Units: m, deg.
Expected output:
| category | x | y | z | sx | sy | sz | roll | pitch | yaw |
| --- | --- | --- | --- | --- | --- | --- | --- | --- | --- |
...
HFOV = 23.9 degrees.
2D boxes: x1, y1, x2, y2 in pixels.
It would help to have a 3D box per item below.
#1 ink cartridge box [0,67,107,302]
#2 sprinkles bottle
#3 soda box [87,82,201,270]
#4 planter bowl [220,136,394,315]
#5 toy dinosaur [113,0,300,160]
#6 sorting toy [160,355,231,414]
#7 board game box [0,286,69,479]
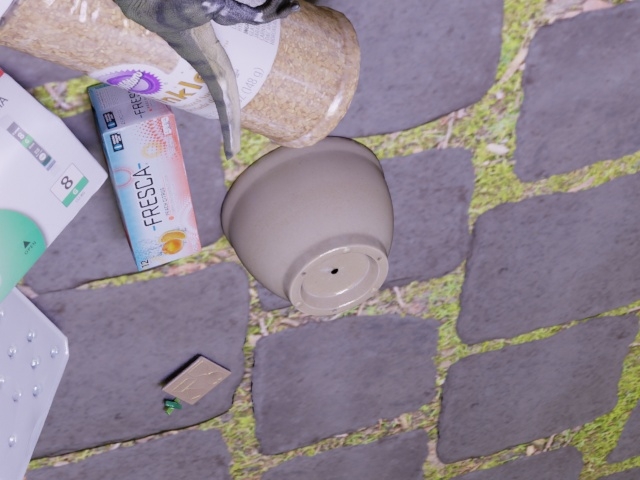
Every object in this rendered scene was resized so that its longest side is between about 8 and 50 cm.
| category | x | y | z | sx | sy | sz | roll | pitch | yaw |
| --- | --- | --- | --- | --- | --- | --- | --- | --- | --- |
| ink cartridge box | -0.285 | -0.051 | 1.169 | 0.181 | 0.056 | 0.225 | -51 | 145 | -11 |
| sprinkles bottle | -0.132 | -0.167 | 1.115 | 0.355 | 0.121 | 0.121 | 16 | 127 | -40 |
| soda box | -0.148 | -0.057 | 1.289 | 0.063 | 0.058 | 0.183 | -17 | 141 | -9 |
| planter bowl | 0.000 | 0.000 | 1.395 | 0.162 | 0.109 | 0.162 | -15 | 142 | -12 |
| toy dinosaur | -0.087 | -0.171 | 1.018 | 0.118 | 0.064 | 0.268 | -29 | 132 | 14 |
| sorting toy | -0.140 | 0.152 | 1.579 | 0.083 | 0.012 | 0.062 | -39 | 145 | 13 |
| board game box | -0.374 | 0.164 | 1.212 | 0.050 | 0.390 | 0.390 | 4 | 151 | 25 |
